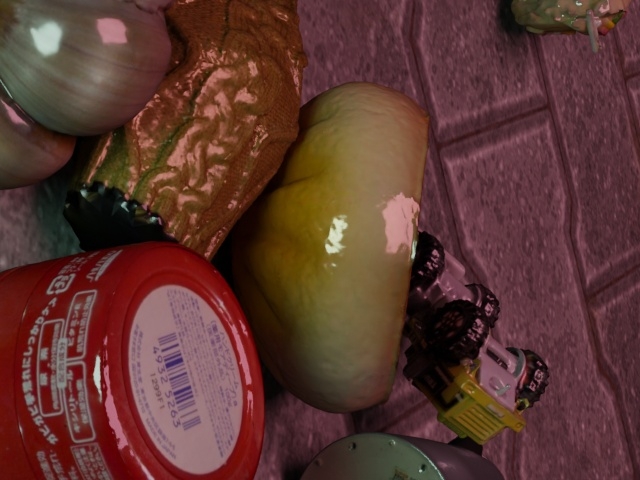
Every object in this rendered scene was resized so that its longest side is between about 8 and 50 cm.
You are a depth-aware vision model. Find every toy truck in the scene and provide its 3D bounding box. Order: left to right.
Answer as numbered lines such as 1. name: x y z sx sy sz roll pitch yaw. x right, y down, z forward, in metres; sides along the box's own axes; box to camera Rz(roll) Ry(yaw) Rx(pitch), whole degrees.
1. toy truck: 0.121 0.085 1.954 0.136 0.111 0.286 40 13 -35

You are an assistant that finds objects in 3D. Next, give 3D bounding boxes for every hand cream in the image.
1. hand cream: -0.154 0.115 1.464 0.230 0.149 0.230 27 58 -52

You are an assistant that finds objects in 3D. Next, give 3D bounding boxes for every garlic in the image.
1. garlic: -0.188 -0.142 1.436 0.191 0.160 0.214 12 80 -49

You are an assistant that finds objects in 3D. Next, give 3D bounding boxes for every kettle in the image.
1. kettle: 0.088 0.284 1.860 0.243 0.160 0.210 11 89 -66

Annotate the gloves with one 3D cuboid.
1. gloves: -0.099 -0.112 1.632 0.203 0.155 0.356 57 32 -41

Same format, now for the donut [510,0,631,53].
1. donut: 0.283 -0.440 2.438 0.371 0.150 0.307 68 30 -21

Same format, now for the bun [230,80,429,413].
1. bun: 0.000 0.000 1.748 0.299 0.165 0.299 -170 -90 -90
